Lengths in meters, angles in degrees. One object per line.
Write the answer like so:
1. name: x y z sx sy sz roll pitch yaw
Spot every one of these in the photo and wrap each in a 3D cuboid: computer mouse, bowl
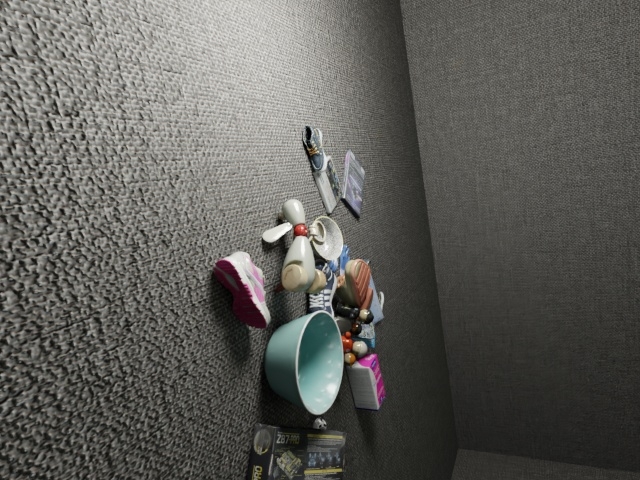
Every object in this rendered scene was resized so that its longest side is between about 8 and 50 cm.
1. computer mouse: -0.012 0.678 1.532 0.106 0.042 0.192 32 55 -55
2. bowl: 0.000 0.000 1.614 0.170 0.080 0.170 19 63 -43
3. bowl: -0.064 0.381 1.349 0.312 0.163 0.311 21 66 -61

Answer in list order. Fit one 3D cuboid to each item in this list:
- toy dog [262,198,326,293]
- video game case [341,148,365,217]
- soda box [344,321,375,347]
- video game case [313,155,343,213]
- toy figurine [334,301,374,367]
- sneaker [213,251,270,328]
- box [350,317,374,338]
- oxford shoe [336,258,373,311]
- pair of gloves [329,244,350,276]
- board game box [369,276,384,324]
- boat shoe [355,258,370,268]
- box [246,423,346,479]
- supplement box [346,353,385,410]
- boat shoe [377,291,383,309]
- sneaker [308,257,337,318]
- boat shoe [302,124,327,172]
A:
1. toy dog: -0.099 0.045 1.407 0.220 0.161 0.333 46 33 -40
2. video game case: 0.160 -0.272 2.053 0.196 0.026 0.274 44 49 -52
3. soda box: 0.151 0.405 1.823 0.210 0.067 0.071 32 55 -44
4. video game case: 0.035 -0.239 1.809 0.173 0.022 0.190 -57 134 -50
5. toy figurine: 0.104 0.360 1.614 0.209 0.148 0.212 106 -1 -54
6. sneaker: -0.197 0.137 1.203 0.111 0.103 0.252 -52 131 -51
7. box: 0.177 0.365 1.788 0.137 0.027 0.093 19 62 -49
8. oxford shoe: 0.117 0.186 1.680 0.396 0.147 0.140 75 36 -56
9. pair of gloves: 0.082 0.077 1.840 0.198 0.023 0.159 42 49 -54
10. board game box: 0.195 0.275 1.934 0.145 0.027 0.281 -30 117 -22
11. boat shoe: 0.211 0.214 2.003 0.095 0.079 0.254 11 76 -64
12. box: -0.068 0.747 1.307 0.395 0.097 0.317 33 59 -48
13. supplement box: 0.201 0.623 1.877 0.111 0.114 0.219 -38 117 -58
14. boat shoe: 0.294 0.322 2.183 0.040 0.049 0.142 24 50 -16
15. sneaker: -0.009 0.194 1.555 0.282 0.099 0.153 -78 154 -43
16. boat shoe: -0.028 -0.358 1.668 0.083 0.065 0.183 2 77 -61
